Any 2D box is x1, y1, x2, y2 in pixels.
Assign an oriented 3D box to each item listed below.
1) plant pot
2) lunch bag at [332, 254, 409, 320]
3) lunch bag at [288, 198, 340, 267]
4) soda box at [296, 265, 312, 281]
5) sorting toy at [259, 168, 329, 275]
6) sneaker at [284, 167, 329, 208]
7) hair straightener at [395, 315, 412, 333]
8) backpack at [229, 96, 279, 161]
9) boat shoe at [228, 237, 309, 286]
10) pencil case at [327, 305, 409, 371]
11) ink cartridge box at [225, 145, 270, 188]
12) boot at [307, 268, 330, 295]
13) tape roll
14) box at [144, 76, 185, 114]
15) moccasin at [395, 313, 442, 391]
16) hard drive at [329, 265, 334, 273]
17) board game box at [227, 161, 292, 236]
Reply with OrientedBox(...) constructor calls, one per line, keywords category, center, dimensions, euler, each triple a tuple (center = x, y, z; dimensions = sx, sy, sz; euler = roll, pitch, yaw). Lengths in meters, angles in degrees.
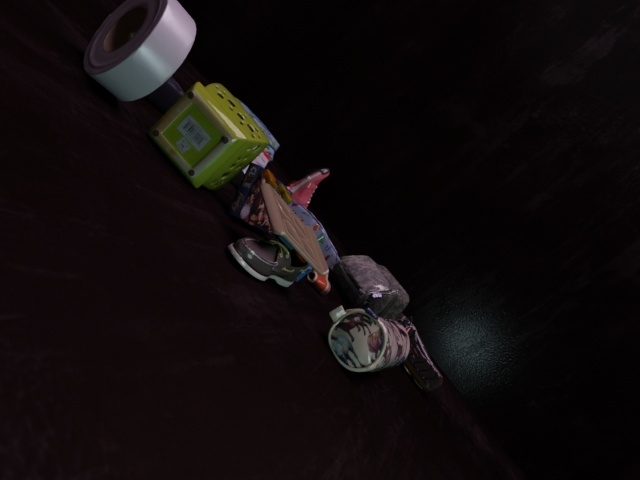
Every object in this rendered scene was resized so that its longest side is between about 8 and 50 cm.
OrientedBox(category="plant pot", center=(-0.307, -0.282, 1.229), dimensions=(0.228, 0.227, 0.207), euler=(50, 12, -3))
OrientedBox(category="lunch bag", center=(0.202, 0.213, 1.987), dimensions=(0.256, 0.212, 0.305), euler=(24, 20, -36))
OrientedBox(category="lunch bag", center=(-0.045, -0.012, 1.818), dimensions=(0.303, 0.115, 0.243), euler=(51, -7, 41))
OrientedBox(category="soda box", center=(-0.075, 0.063, 1.496), dimensions=(0.071, 0.067, 0.210), euler=(49, 7, -10))
OrientedBox(category="sorting toy", center=(-0.088, -0.056, 1.240), dimensions=(0.229, 0.041, 0.307), euler=(44, 17, -42))
OrientedBox(category="sneaker", center=(-0.083, -0.199, 1.943), dimensions=(0.136, 0.314, 0.116), euler=(59, -7, -19))
OrientedBox(category="hair straightener", center=(0.328, 0.391, 1.932), dimensions=(0.089, 0.230, 0.047), euler=(31, -44, 18))
OrientedBox(category="backpack", center=(-0.344, -0.452, 1.947), dimensions=(0.290, 0.273, 0.356), euler=(51, 16, -65))
OrientedBox(category="boat shoe", center=(-0.122, 0.043, 1.163), dimensions=(0.117, 0.096, 0.324), euler=(54, 7, 23))
OrientedBox(category="pencil case", center=(0.157, 0.296, 1.354), dimensions=(0.184, 0.160, 0.410), euler=(69, 13, 21))
OrientedBox(category="ink cartridge box", center=(-0.279, -0.310, 1.717), dimensions=(0.134, 0.078, 0.231), euler=(47, 39, -27))
OrientedBox(category="boot", center=(-0.015, 0.123, 1.622), dimensions=(0.084, 0.059, 0.158), euler=(42, 11, -25))
OrientedBox(category="tape roll", center=(-0.452, -0.492, 1.129), dimensions=(0.100, 0.286, 0.286), euler=(41, 11, -51))
OrientedBox(category="box", center=(-0.533, -0.508, 1.501), dimensions=(0.158, 0.093, 0.156), euler=(54, 7, 36))
OrientedBox(category="moccasin", center=(0.402, 0.491, 2.012), dimensions=(0.380, 0.139, 0.147), euler=(54, -19, 21))
OrientedBox(category="hard drive", center=(0.003, 0.047, 2.221), dimensions=(0.319, 0.040, 0.210), euler=(50, 7, -4))
OrientedBox(category="board game box", center=(-0.179, -0.119, 1.398), dimensions=(0.042, 0.165, 0.243), euler=(22, -4, 22))
